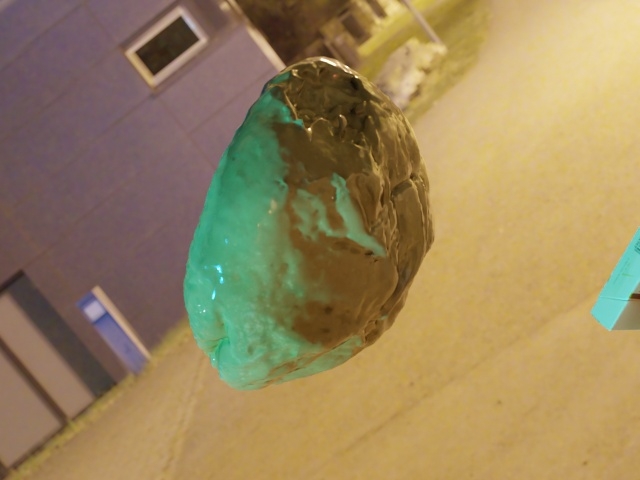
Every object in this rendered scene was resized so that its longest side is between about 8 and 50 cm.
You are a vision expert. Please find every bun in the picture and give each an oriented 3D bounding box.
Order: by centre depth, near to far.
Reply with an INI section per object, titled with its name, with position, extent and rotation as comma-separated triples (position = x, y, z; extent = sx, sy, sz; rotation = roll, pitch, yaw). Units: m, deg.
[bun]
position = 0.000, 0.000, 0.729
extent = 0.220, 0.134, 0.220
rotation = 21, -90, -82

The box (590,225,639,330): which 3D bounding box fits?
[box]
position = 0.356, 0.025, 1.205
extent = 0.084, 0.040, 0.154
rotation = 1, -57, -41
